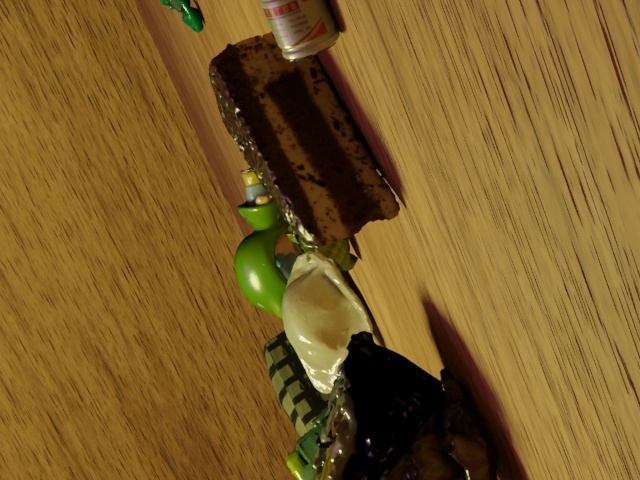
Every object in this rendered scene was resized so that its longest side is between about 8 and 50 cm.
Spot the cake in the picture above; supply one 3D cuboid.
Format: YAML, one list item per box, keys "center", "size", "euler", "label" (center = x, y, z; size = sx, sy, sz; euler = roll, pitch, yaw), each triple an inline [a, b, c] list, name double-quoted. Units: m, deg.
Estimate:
- center: [-0.025, -0.115, 1.285]
  size: [0.246, 0.112, 0.135]
  euler: [-124, 12, -49]
  label: "cake"

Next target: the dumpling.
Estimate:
- center: [0.011, 0.109, 1.916]
  size: [0.151, 0.124, 0.229]
  euler: [-42, 61, 44]
  label: "dumpling"

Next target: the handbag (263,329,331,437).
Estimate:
- center: [0.052, 0.343, 2.281]
  size: [0.327, 0.162, 0.325]
  euler: [61, 178, -30]
  label: "handbag"

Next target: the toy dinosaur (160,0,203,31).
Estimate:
- center: [-0.238, -0.409, 2.127]
  size: [0.096, 0.059, 0.132]
  euler: [49, 175, 35]
  label: "toy dinosaur"

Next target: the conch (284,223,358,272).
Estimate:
- center: [0.000, 0.000, 1.689]
  size: [0.121, 0.074, 0.089]
  euler: [43, -142, -16]
  label: "conch"

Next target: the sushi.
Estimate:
- center: [0.101, 0.239, 1.400]
  size: [0.238, 0.219, 0.225]
  euler: [-65, -8, -64]
  label: "sushi"

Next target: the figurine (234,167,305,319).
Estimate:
- center: [-0.086, 0.002, 2.174]
  size: [0.162, 0.143, 0.263]
  euler: [-138, 34, -82]
  label: "figurine"

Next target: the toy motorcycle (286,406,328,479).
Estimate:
- center: [0.117, 0.400, 1.991]
  size: [0.326, 0.191, 0.200]
  euler: [50, 176, -26]
  label: "toy motorcycle"

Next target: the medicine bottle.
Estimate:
- center: [-0.024, -0.212, 1.133]
  size: [0.089, 0.057, 0.057]
  euler: [67, 173, -22]
  label: "medicine bottle"
